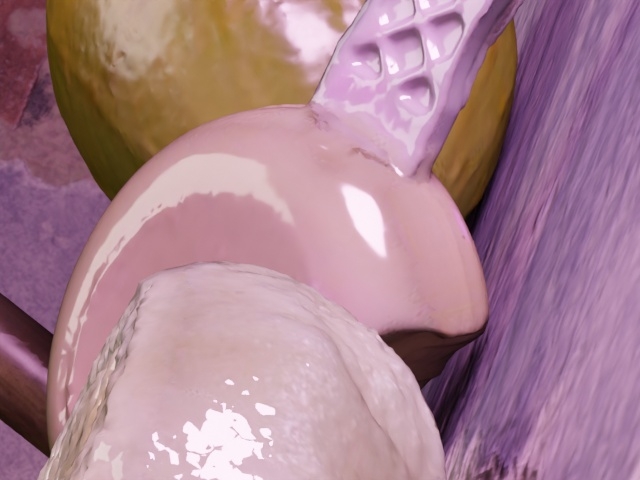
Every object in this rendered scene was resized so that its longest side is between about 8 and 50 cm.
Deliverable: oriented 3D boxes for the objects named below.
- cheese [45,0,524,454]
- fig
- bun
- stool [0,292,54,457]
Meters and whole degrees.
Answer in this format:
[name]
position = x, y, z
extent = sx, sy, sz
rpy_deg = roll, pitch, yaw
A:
[cheese]
position = 0.000, 0.000, 0.687
extent = 0.082, 0.163, 0.286
rpy_deg = -1, -54, -53
[fig]
position = -0.006, -0.075, 0.849
extent = 0.230, 0.207, 0.207
rpy_deg = 35, 106, 49
[bun]
position = -0.029, 0.106, 0.533
extent = 0.195, 0.118, 0.195
rpy_deg = -161, 90, -83
[stool]
position = -0.160, 0.208, 1.024
extent = 0.310, 0.226, 0.310
rpy_deg = -64, -5, -72
